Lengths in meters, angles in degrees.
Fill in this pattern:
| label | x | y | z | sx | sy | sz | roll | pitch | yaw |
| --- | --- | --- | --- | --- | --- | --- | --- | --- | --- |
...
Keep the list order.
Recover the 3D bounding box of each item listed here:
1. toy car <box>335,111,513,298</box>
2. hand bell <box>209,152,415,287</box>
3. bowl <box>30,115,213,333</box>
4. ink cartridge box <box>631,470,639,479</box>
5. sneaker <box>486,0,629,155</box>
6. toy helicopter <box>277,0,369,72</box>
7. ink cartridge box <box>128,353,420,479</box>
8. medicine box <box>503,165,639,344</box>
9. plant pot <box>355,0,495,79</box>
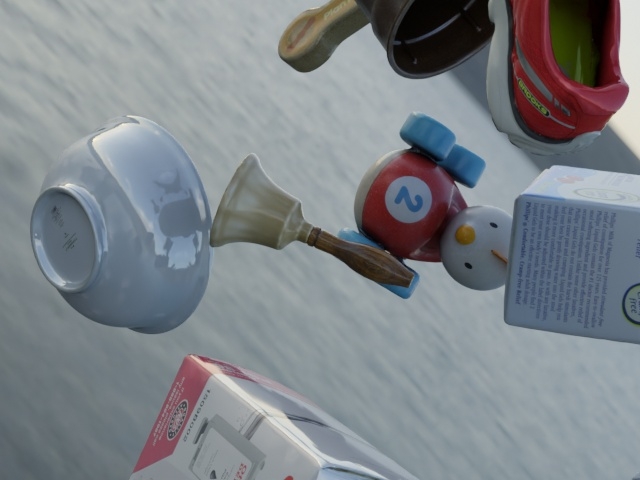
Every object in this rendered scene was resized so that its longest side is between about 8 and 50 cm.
| label | x | y | z | sx | sy | sz | roll | pitch | yaw |
| --- | --- | --- | --- | --- | --- | --- | --- | --- | --- |
| toy car | 0.180 | -0.010 | 1.913 | 0.238 | 0.219 | 0.210 | 30 | -2 | 33 |
| hand bell | 0.000 | 0.000 | 1.773 | 0.242 | 0.126 | 0.126 | 25 | 6 | 8 |
| bowl | -0.286 | -0.010 | 1.932 | 0.134 | 0.298 | 0.298 | -13 | 57 | -47 |
| ink cartridge box | 0.376 | 0.255 | 1.436 | 0.066 | 0.232 | 0.189 | 42 | -1 | 43 |
| sneaker | 0.179 | -0.204 | 1.075 | 0.118 | 0.107 | 0.279 | 146 | -62 | -64 |
| toy helicopter | 0.087 | -0.333 | 1.802 | 0.140 | 0.355 | 0.235 | 36 | 31 | -39 |
| ink cartridge box | -0.044 | 0.218 | 1.019 | 0.117 | 0.207 | 0.283 | 25 | -1 | -24 |
| medicine box | 0.372 | 0.018 | 1.640 | 0.289 | 0.149 | 0.263 | 7 | 12 | 15 |
| plant pot | 0.085 | -0.266 | 1.374 | 0.165 | 0.167 | 0.167 | 51 | 9 | 26 |
